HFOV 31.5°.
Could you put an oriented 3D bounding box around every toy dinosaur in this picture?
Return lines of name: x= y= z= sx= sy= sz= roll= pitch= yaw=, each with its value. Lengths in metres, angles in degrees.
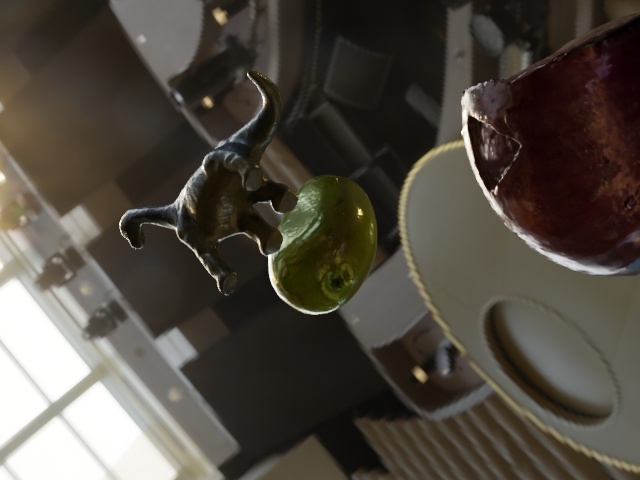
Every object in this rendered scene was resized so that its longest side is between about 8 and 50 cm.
toy dinosaur: x=-0.108 y=-0.063 z=1.010 sx=0.188 sy=0.075 sz=0.248 roll=35 pitch=-52 yaw=33

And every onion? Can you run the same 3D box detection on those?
onion: x=0.269 y=-0.081 z=1.025 sx=0.272 sy=0.256 sz=0.230 roll=-138 pitch=-157 yaw=-78

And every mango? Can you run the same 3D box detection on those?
mango: x=0.004 y=-0.002 z=1.150 sx=0.089 sy=0.163 sz=0.117 roll=31 pitch=-38 yaw=-29
